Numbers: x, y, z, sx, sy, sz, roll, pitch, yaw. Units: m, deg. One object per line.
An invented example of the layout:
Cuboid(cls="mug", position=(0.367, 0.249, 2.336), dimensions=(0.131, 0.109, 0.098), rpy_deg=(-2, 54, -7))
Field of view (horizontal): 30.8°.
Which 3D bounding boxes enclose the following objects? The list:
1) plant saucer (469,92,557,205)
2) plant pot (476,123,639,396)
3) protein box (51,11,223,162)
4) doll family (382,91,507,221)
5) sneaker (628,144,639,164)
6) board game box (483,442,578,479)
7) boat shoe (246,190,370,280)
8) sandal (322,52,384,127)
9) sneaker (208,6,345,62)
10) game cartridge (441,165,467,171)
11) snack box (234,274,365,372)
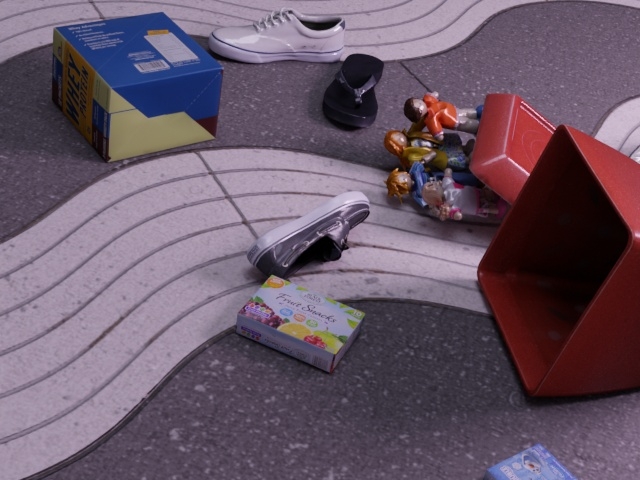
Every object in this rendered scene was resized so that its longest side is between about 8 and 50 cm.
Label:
Cuboid(cls="plant saucer", position=(0.357, -0.108, 1.810), dimensions=(0.259, 0.048, 0.258), rpy_deg=(37, 35, -10))
Cuboid(cls="plant pot", position=(0.399, 0.045, 1.548), dimensions=(0.235, 0.267, 0.267), rpy_deg=(13, 33, -20))
Cuboid(cls="protein box", position=(-0.294, -0.250, 1.850), dimensions=(0.199, 0.136, 0.201), rpy_deg=(-16, 44, -32))
Cuboid(cls="doll family", position=(0.180, -0.111, 1.833), dimensions=(0.163, 0.118, 0.263), rpy_deg=(6, 53, -19))
Cuboid(cls="sneaker", position=(0.588, -0.118, 1.962), dimensions=(0.122, 0.110, 0.283), rpy_deg=(42, 46, 11))
Cuboid(cls="board game box", position=(0.254, 0.287, 1.359), dimensions=(0.090, 0.020, 0.090), rpy_deg=(-18, 45, -33))
Cuboid(cls="boat shoe", position=(0.000, 0.000, 1.644), dimensions=(0.228, 0.080, 0.076), rpy_deg=(-24, 66, -43))
Cuboid(cls="sandal", position=(0.060, -0.278, 2.054), dimensions=(0.097, 0.054, 0.254), rpy_deg=(11, 35, 0))
Cuboid(cls="sneaker", position=(-0.077, -0.384, 2.131), dimensions=(0.258, 0.091, 0.094), rpy_deg=(-3, 38, -19))
Cuboid(cls="game cartridge", position=(0.207, -0.144, 1.944), dimensions=(0.056, 0.017, 0.083), rpy_deg=(-10, 40, -21))
Cuboid(cls="snack box", position=(-0.026, 0.107, 1.516), dimensions=(0.141, 0.037, 0.100), rpy_deg=(22, 35, 15))
